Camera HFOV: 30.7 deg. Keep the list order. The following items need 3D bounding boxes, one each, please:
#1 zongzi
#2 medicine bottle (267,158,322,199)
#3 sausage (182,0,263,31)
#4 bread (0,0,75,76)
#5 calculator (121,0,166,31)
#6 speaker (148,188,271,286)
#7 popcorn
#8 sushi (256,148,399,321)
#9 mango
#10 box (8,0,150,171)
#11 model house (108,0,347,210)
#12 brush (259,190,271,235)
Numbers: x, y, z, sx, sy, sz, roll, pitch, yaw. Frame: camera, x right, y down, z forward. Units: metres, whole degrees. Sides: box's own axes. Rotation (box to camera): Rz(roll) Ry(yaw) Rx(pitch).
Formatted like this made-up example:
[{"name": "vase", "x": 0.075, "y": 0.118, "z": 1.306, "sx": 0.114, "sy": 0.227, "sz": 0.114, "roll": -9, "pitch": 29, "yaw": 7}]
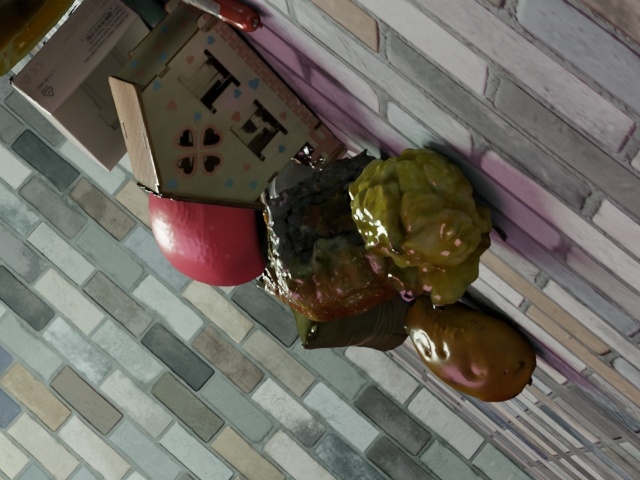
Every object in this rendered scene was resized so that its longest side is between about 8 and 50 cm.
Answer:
[{"name": "zongzi", "x": -0.050, "y": 0.044, "z": 2.189, "sx": 0.447, "sy": 0.181, "sz": 0.418, "roll": 39, "pitch": -159, "yaw": 24}, {"name": "medicine bottle", "x": -0.018, "y": -0.058, "z": 1.938, "sx": 0.179, "sy": 0.124, "sz": 0.324, "roll": 59, "pitch": 173, "yaw": 7}, {"name": "sausage", "x": -0.146, "y": -0.308, "z": 1.490, "sx": 0.253, "sy": 0.034, "sz": 0.034, "roll": 33, "pitch": 169, "yaw": 46}, {"name": "bread", "x": -0.545, "y": -0.437, "z": 1.788, "sx": 0.341, "sy": 0.300, "sz": 0.210, "roll": 48, "pitch": 170, "yaw": -16}, {"name": "calculator", "x": -0.259, "y": -0.336, "z": 1.880, "sx": 0.185, "sy": 0.041, "sz": 0.299, "roll": 32, "pitch": 171, "yaw": 49}, {"name": "speaker", "x": -0.179, "y": -0.062, "z": 2.098, "sx": 0.294, "sy": 0.294, "sz": 0.294, "roll": 40, "pitch": 173, "yaw": 6}, {"name": "popcorn", "x": 0.132, "y": -0.017, "z": 1.385, "sx": 0.168, "sy": 0.173, "sz": 0.195, "roll": -8, "pitch": 125, "yaw": 52}, {"name": "sushi", "x": 0.027, "y": 0.001, "z": 1.568, "sx": 0.184, "sy": 0.274, "sz": 0.139, "roll": 66, "pitch": -176, "yaw": 31}, {"name": "mango", "x": 0.243, "y": 0.172, "z": 1.942, "sx": 0.248, "sy": 0.151, "sz": 0.156, "roll": 38, "pitch": 147, "yaw": 33}, {"name": "box", "x": -0.344, "y": -0.251, "z": 1.841, "sx": 0.106, "sy": 0.203, "sz": 0.252, "roll": 37, "pitch": 172, "yaw": 18}, {"name": "model house", "x": -0.160, "y": -0.154, "z": 1.666, "sx": 0.326, "sy": 0.244, "sz": 0.169, "roll": 44, "pitch": 170, "yaw": -31}, {"name": "brush", "x": -0.085, "y": -0.012, "z": 1.971, "sx": 0.314, "sy": 0.017, "sz": 0.090, "roll": 81, "pitch": 177, "yaw": -47}]
